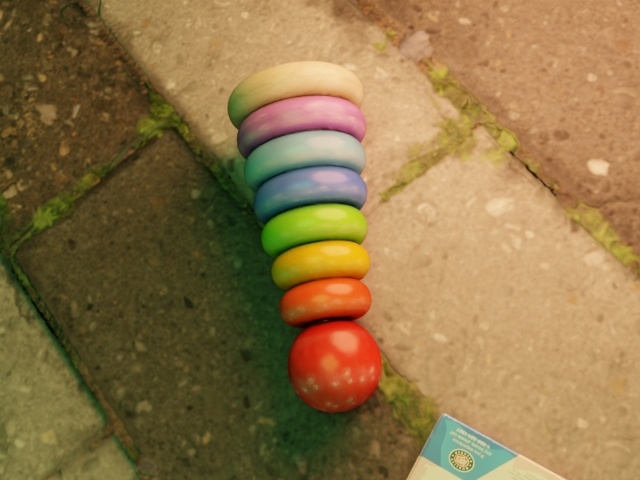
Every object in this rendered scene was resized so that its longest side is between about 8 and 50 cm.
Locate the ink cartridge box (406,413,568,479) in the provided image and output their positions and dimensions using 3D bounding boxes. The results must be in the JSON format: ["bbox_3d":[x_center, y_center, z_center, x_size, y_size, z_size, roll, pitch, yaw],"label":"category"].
[{"bbox_3d":[0.125,0.267,0.722,0.139,0.082,0.191,27,82,20],"label":"ink cartridge box"}]

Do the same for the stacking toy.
[{"bbox_3d":[0.000,0.000,0.824,0.141,0.141,0.331,-13,75,9],"label":"stacking toy"}]
